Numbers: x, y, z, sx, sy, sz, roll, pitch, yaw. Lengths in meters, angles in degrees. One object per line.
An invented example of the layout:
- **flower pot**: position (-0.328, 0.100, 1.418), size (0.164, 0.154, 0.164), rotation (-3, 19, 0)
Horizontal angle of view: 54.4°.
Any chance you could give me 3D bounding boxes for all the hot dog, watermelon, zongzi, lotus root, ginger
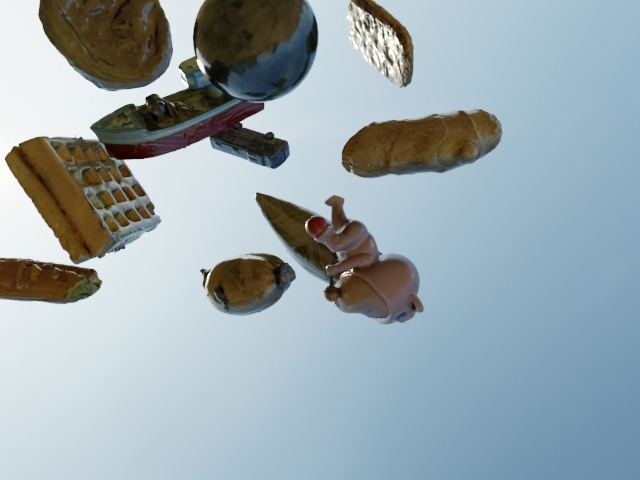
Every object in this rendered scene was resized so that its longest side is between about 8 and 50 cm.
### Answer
- **hot dog**: position (-0.528, 0.070, 1.119), size (0.269, 0.115, 0.072), rotation (5, -89, -6)
- **watermelon**: position (-0.105, -0.334, 1.033), size (0.212, 0.212, 0.212), rotation (-18, -136, 18)
- **zongzi**: position (0.000, 0.000, 1.437), size (0.286, 0.288, 0.134), rotation (23, -107, 42)
- **lotus root**: position (-0.167, 0.101, 1.413), size (0.257, 0.140, 0.154), rotation (-9, -165, 40)
- **ginger**: position (0.216, -0.201, 1.314), size (0.354, 0.126, 0.190), rotation (-10, -145, -1)

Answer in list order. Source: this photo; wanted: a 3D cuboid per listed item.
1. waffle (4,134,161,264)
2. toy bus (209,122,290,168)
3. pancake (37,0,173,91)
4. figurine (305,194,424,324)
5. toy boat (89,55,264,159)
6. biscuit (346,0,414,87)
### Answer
- **waffle**: position (-0.409, -0.081, 1.113), size (0.098, 0.224, 0.327), rotation (-34, -173, 5)
- **toy bus**: position (-0.145, -0.195, 1.269), size (0.166, 0.047, 0.065), rotation (20, -124, 21)
- **pancake**: position (-0.452, -0.463, 1.341), size (0.049, 0.294, 0.294), rotation (-17, -142, 57)
- **figurine**: position (0.072, 0.054, 1.232), size (0.186, 0.287, 0.176), rotation (-38, -168, -12)
- **toy boat**: position (-0.280, -0.265, 1.207), size (0.332, 0.133, 0.145), rotation (-27, -140, -12)
- **biscuit**: position (0.108, -0.367, 1.133), size (0.029, 0.118, 0.247), rotation (-20, -134, -13)
